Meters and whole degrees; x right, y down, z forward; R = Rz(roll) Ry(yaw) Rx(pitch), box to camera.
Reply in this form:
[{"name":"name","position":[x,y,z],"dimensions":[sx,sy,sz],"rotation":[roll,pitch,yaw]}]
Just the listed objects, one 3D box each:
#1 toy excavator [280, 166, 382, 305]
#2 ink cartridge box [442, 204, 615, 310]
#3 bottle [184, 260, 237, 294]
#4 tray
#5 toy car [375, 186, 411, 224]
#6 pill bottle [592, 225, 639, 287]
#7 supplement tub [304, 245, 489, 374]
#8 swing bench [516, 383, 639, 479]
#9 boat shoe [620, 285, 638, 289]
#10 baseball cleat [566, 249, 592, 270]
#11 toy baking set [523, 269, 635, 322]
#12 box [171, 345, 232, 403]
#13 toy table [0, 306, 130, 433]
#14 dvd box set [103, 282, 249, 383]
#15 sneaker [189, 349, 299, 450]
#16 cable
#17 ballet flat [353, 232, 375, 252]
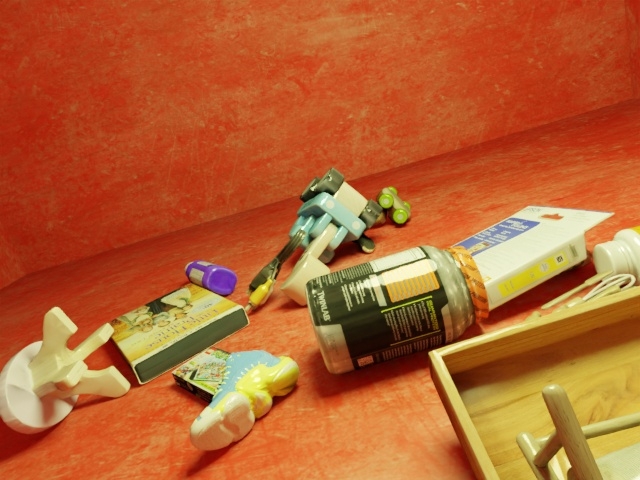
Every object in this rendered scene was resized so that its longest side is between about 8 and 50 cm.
[{"name":"toy excavator","position":[0.000,0.000,1.411],"dimensions":[0.445,0.222,0.433],"rotation":[-56,13,-15]},{"name":"ink cartridge box","position":[0.434,0.023,1.007],"dimensions":[0.307,0.072,0.303],"rotation":[-25,9,-1]},{"name":"bottle","position":[-0.395,0.122,1.545],"dimensions":[0.118,0.092,0.283],"rotation":[24,-10,-35]},{"name":"tray","position":[0.368,0.179,0.550],"dimensions":[0.411,0.076,0.203],"rotation":[-18,43,0]},{"name":"toy car","position":[0.231,-0.092,1.678],"dimensions":[0.188,0.149,0.155],"rotation":[-42,2,23]},{"name":"pill bottle","position":[0.644,0.022,0.835],"dimensions":[0.215,0.117,0.117],"rotation":[-14,17,9]},{"name":"supplement tub","position":[0.142,0.126,0.861],"dimensions":[0.316,0.193,0.193],"rotation":[-16,16,1]},{"name":"swing bench","position":[0.341,0.227,0.344],"dimensions":[0.253,0.165,0.254],"rotation":[-15,49,1]},{"name":"boat shoe","position":[0.511,0.125,0.716],"dimensions":[0.081,0.068,0.228],"rotation":[-6,20,33]},{"name":"baseball cleat","position":[0.533,0.019,1.044],"dimensions":[0.109,0.072,0.206],"rotation":[-23,12,2]},{"name":"toy baking set","position":[0.433,0.119,0.755],"dimensions":[0.197,0.030,0.256],"rotation":[-34,-8,31]},{"name":"box","position":[-0.222,0.291,0.958],"dimensions":[0.207,0.036,0.114],"rotation":[1,24,46]},{"name":"toy table","position":[-0.576,0.286,1.006],"dimensions":[0.161,0.252,0.274],"rotation":[-33,28,1]},{"name":"dvd box set","position":[-0.431,0.242,1.281],"dimensions":[0.307,0.062,0.420],"rotation":[-27,19,-29]},{"name":"sneaker","position":[-0.156,0.278,0.813],"dimensions":[0.126,0.091,0.240],"rotation":[19,26,36]},{"name":"cable","position":[-0.115,0.079,1.258],"dimensions":[0.287,0.072,0.139],"rotation":[-46,2,19]},{"name":"ballet flat","position":[0.147,0.011,1.523],"dimensions":[0.057,0.049,0.173],"rotation":[11,16,-14]}]
